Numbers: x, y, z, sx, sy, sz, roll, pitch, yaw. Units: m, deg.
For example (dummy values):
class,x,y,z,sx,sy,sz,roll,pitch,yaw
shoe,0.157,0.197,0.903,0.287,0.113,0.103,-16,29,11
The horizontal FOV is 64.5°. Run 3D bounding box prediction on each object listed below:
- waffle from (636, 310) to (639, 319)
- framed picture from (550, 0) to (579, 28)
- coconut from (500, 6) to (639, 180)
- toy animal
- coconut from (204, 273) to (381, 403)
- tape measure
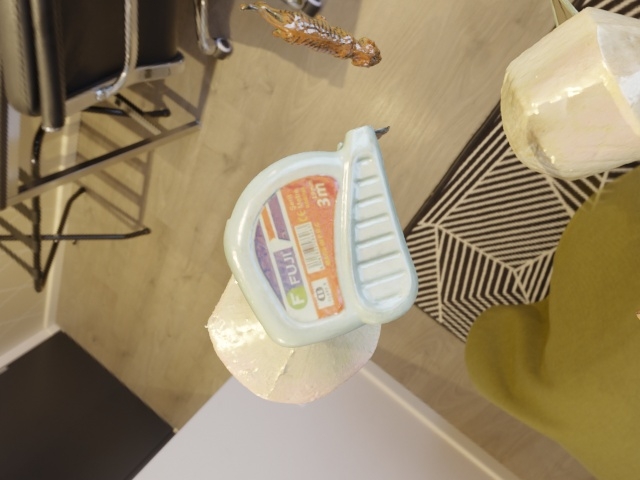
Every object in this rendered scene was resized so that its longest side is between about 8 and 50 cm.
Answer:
class,x,y,z,sx,sy,sz,roll,pitch,yaw
waffle,0.595,0.160,0.818,0.148,0.042,0.102,56,173,14
framed picture,0.682,-0.528,1.340,0.018,0.293,0.231,-26,141,20
coconut,0.507,-0.274,0.934,0.328,0.329,0.329,15,122,24
toy animal,-0.010,-0.329,0.802,0.099,0.241,0.057,47,124,50
coconut,-0.045,0.125,0.883,0.297,0.297,0.309,44,163,3
tape measure,0.001,0.000,0.664,0.246,0.125,0.243,-16,89,-4
